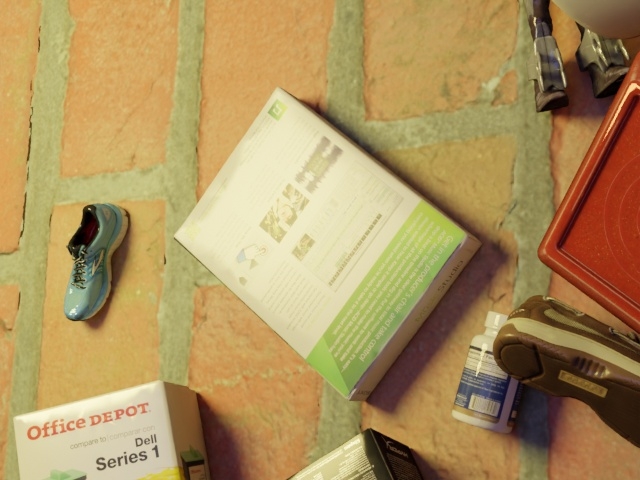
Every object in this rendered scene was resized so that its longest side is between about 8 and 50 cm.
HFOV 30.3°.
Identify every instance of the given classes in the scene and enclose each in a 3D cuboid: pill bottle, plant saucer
[{"bbox_3d":[0.185,0.139,1.252,0.067,0.067,0.120,15,88,30],"label":"pill bottle"},{"bbox_3d":[0.345,-0.021,1.148,0.259,0.047,0.258,41,120,35],"label":"plant saucer"}]

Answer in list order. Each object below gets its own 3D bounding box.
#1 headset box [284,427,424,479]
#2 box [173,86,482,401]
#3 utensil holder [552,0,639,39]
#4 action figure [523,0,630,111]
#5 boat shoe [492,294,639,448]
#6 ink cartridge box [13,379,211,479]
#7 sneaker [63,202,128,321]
[{"bbox_3d":[0.042,0.381,1.226,0.218,0.110,0.293,-35,57,14],"label":"headset box"},{"bbox_3d":[0.000,0.000,1.387,0.322,0.058,0.232,41,101,29],"label":"box"},{"bbox_3d":[0.383,-0.385,1.048,0.385,0.327,0.328,-22,69,46],"label":"utensil holder"},{"bbox_3d":[0.251,-0.288,1.274,0.185,0.099,0.285,-16,81,7],"label":"action figure"},{"bbox_3d":[0.305,0.129,1.174,0.257,0.095,0.095,29,138,11],"label":"boat shoe"},{"bbox_3d":[-0.235,0.322,1.394,0.201,0.117,0.278,-15,73,10],"label":"ink cartridge box"},{"bbox_3d":[-0.309,0.025,1.538,0.063,0.073,0.162,12,86,29],"label":"sneaker"}]
